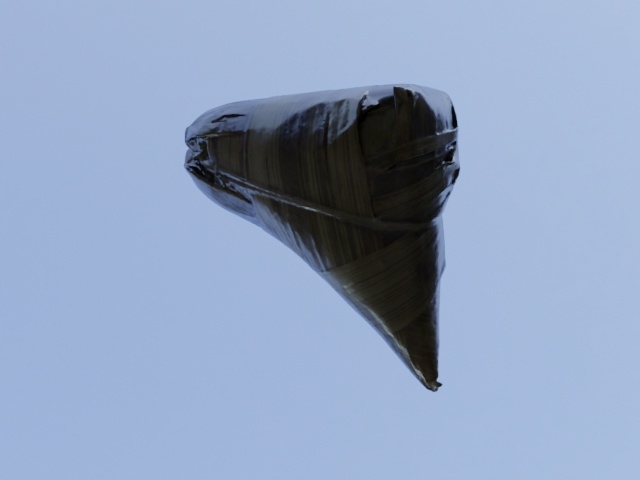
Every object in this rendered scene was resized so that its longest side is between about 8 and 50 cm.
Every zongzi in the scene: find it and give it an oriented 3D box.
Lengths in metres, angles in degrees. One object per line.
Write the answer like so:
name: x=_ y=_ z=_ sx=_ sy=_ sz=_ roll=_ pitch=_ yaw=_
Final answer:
zongzi: x=0.000 y=0.000 z=1.095 sx=0.134 sy=0.286 sz=0.288 roll=-14 pitch=-79 yaw=-55
